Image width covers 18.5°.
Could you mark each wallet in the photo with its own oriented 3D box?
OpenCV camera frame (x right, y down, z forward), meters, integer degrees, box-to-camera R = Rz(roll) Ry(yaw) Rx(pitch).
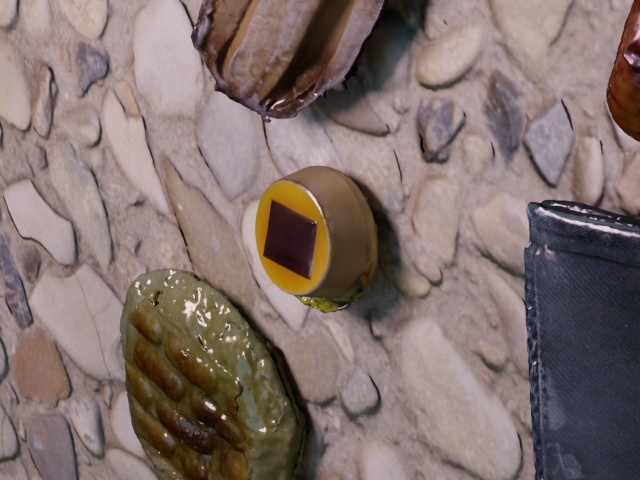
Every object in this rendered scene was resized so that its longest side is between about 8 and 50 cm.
[{"bbox_3d":[0.273,0.142,1.569,0.237,0.075,0.342,13,116,42],"label":"wallet"}]

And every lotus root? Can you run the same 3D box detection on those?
[{"bbox_3d":[-0.012,-0.227,1.733,0.167,0.078,0.329,37,143,2],"label":"lotus root"}]

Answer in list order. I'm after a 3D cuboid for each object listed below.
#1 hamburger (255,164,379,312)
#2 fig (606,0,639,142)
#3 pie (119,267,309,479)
[{"bbox_3d":[0.000,0.000,1.840,0.126,0.081,0.141,3,98,50],"label":"hamburger"},{"bbox_3d":[0.301,-0.115,1.375,0.201,0.134,0.146,25,159,18],"label":"fig"},{"bbox_3d":[-0.122,0.177,2.102,0.306,0.071,0.306,28,130,40],"label":"pie"}]
